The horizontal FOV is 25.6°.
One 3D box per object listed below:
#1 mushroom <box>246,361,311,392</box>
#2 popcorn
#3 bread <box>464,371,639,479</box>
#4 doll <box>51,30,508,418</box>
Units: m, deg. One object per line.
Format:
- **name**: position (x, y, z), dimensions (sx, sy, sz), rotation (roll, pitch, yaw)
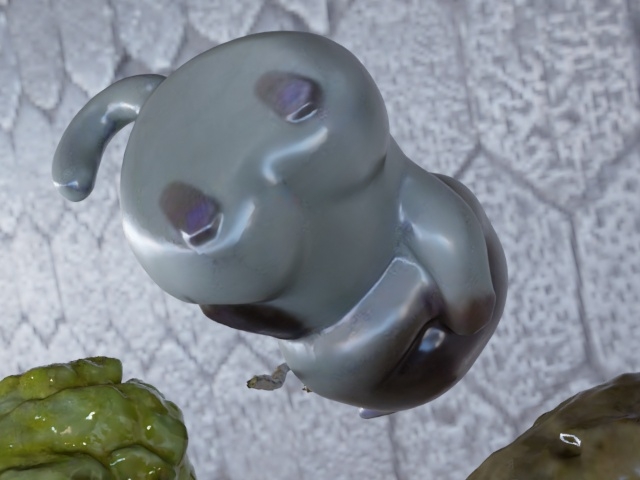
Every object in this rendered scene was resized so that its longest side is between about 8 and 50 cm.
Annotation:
- **mushroom**: position (-0.034, 0.119, 1.237), dimensions (0.286, 0.028, 0.026), rotation (32, -100, -78)
- **popcorn**: position (-0.195, 0.211, 1.022), dimensions (0.242, 0.235, 0.250), rotation (78, -172, -54)
- **bread**: position (0.138, 0.152, 0.495), dimensions (0.123, 0.230, 0.230), rotation (13, -117, -82)
- **doll**: position (0.004, -0.005, 1.076), dimensions (0.226, 0.370, 0.215), rotation (13, 69, 58)
